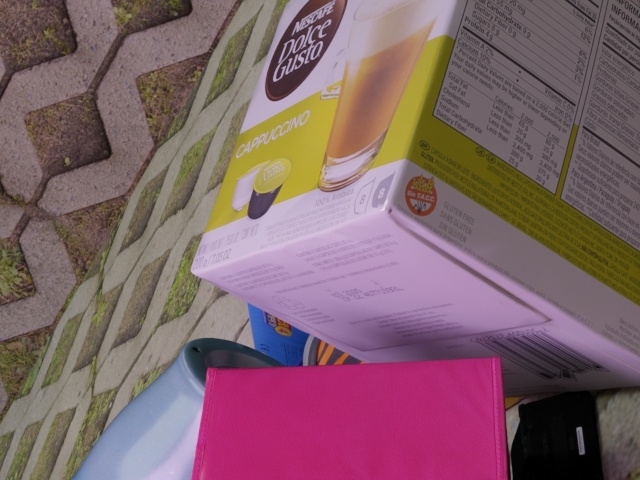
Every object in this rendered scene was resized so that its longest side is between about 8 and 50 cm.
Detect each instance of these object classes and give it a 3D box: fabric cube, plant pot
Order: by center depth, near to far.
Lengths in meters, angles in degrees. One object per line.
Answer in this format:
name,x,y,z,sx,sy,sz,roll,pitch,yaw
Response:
fabric cube,0.037,0.274,1.026,0.254,0.258,0.259,76,-166,-47
plant pot,-0.125,0.257,1.315,0.255,0.272,0.271,-61,21,15

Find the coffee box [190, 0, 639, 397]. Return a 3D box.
coffee box,0.136,-0.068,1.141,0.338,0.338,0.334,-16,51,55

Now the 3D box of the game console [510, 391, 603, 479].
game console,0.221,0.217,1.132,0.107,0.071,0.122,-19,42,22

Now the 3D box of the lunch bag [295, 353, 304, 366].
lunch bag,0.008,0.223,1.485,0.151,0.129,0.096,-65,21,2

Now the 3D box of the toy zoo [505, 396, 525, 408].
toy zoo,0.162,0.130,1.350,0.293,0.030,0.192,-44,28,45

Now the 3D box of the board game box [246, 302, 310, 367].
board game box,0.000,0.000,1.552,0.308,0.086,0.302,86,-157,-57

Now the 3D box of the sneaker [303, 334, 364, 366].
sneaker,0.082,0.077,1.382,0.180,0.125,0.321,-44,29,49
